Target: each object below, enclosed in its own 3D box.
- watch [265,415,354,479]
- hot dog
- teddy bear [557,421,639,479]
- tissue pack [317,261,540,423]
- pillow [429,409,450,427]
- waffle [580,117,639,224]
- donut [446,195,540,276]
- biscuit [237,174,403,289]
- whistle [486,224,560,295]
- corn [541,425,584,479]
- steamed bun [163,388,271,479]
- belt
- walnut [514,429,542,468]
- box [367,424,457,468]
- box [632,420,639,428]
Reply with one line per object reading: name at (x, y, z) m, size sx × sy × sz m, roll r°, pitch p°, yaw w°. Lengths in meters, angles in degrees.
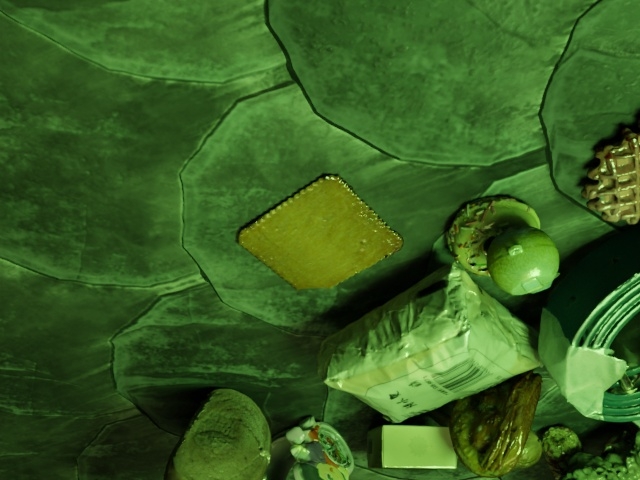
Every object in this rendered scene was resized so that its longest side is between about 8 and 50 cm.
watch at (-0.058, 0.545, 1.741) m, size 0.231 × 0.244 × 0.196 m, roll -38°, pitch 126°, yaw 19°
hot dog at (0.368, 0.366, 1.594) m, size 0.196 × 0.272 × 0.122 m, roll -28°, pitch 104°, yaw 42°
teddy bear at (0.682, 0.525, 1.755) m, size 0.367 × 0.224 × 0.357 m, roll -3°, pitch 133°, yaw -18°
tissue pack at (0.223, 0.235, 1.501) m, size 0.390 × 0.195 × 0.375 m, roll -29°, pitch 140°, yaw 20°
pillow at (0.340, 0.442, 1.726) m, size 0.034 × 0.211 × 0.135 m, roll -56°, pitch 137°, yaw -12°
waffle at (0.564, -0.114, 1.293) m, size 0.221 × 0.055 × 0.234 m, roll 21°, pitch 129°, yaw -22°
donut at (0.314, -0.001, 1.373) m, size 0.174 × 0.068 × 0.175 m, roll -3°, pitch 133°, yaw -3°
biscuit at (0.000, 0.000, 1.387) m, size 0.237 × 0.013 × 0.232 m, roll -31°, pitch 128°, yaw 24°
whistle at (0.355, 0.040, 1.316) m, size 0.122 × 0.123 × 0.223 m, roll -24°, pitch 154°, yaw 18°
corn at (0.619, 0.562, 1.911) m, size 0.098 × 0.098 × 0.290 m, roll -18°, pitch 132°, yaw 12°
steamed bun at (-0.214, 0.485, 1.624) m, size 0.199 × 0.301 × 0.252 m, roll 23°, pitch 122°, yaw 2°
belt at (0.610, 0.140, 1.404) m, size 0.436 × 0.173 × 0.300 m, roll -39°, pitch 109°, yaw 7°
walnut at (0.471, 0.500, 1.838) m, size 0.124 × 0.105 × 0.105 m, roll -23°, pitch 131°, yaw 17°
box at (0.204, 0.474, 1.734) m, size 0.168 × 0.095 × 0.212 m, roll 4°, pitch 162°, yaw -5°
box at (0.766, 0.273, 1.584) m, size 0.262 × 0.291 × 0.206 m, roll -18°, pitch 156°, yaw 29°
